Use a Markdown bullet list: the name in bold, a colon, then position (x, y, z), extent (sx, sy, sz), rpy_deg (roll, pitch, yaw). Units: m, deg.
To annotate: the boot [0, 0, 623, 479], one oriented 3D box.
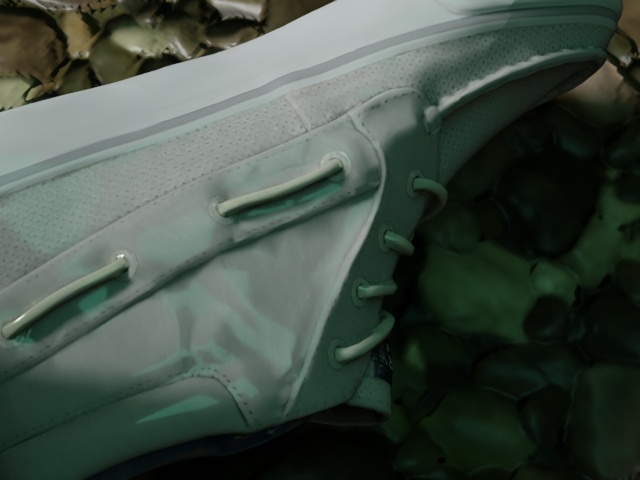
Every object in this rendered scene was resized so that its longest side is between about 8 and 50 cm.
- **boot**: position (0.000, 0.000, 0.593), extent (0.258, 0.095, 0.123), rpy_deg (-21, 77, -16)
